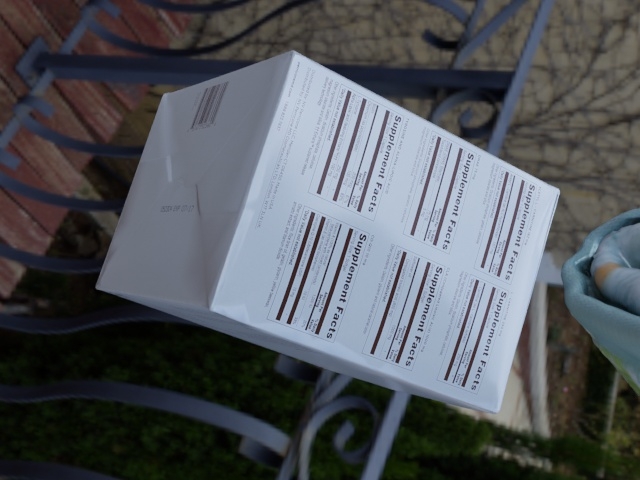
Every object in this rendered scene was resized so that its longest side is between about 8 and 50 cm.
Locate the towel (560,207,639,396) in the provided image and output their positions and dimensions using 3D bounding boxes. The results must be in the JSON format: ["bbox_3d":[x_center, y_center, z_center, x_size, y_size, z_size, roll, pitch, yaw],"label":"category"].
[{"bbox_3d":[0.261,0.140,0.335,0.090,0.374,0.320,-39,104,-3],"label":"towel"}]

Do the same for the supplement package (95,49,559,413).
[{"bbox_3d":[0.000,0.000,0.621,0.203,0.194,0.149,23,80,-29],"label":"supplement package"}]
